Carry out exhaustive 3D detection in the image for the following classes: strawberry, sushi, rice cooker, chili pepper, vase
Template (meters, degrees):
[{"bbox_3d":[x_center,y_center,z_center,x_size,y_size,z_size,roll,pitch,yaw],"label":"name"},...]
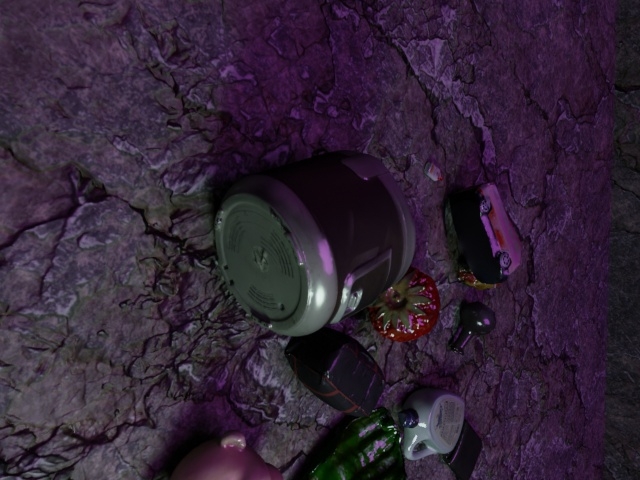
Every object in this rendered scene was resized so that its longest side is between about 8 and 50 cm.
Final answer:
[{"bbox_3d":[0.226,0.177,1.388,0.205,0.205,0.244,-70,157,-10],"label":"strawberry"},{"bbox_3d":[0.528,0.112,1.702,0.226,0.097,0.103,13,88,-44],"label":"sushi"},{"bbox_3d":[0.000,0.000,1.021,0.325,0.335,0.335,-23,113,-40],"label":"rice cooker"},{"bbox_3d":[0.080,0.605,1.305,0.385,0.213,0.167,-42,166,-27],"label":"chili pepper"},{"bbox_3d":[0.488,0.290,1.694,0.183,0.120,0.120,-53,130,-5],"label":"vase"}]

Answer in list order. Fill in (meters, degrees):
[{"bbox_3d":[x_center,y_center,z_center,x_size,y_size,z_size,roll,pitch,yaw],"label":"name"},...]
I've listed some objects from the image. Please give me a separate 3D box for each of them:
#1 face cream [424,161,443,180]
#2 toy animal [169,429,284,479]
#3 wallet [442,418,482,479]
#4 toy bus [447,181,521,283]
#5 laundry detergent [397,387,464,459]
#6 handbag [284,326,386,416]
[{"bbox_3d":[0.332,-0.196,1.513,0.083,0.021,0.040,27,79,-44],"label":"face cream"},{"bbox_3d":[-0.174,0.502,1.033,0.210,0.229,0.221,-44,168,-8],"label":"toy animal"},{"bbox_3d":[0.506,0.746,1.829,0.168,0.052,0.245,-56,135,-22],"label":"wallet"},{"bbox_3d":[0.505,-0.026,1.586,0.147,0.127,0.303,-29,99,-35],"label":"toy bus"},{"bbox_3d":[0.319,0.556,1.571,0.280,0.105,0.215,15,89,-46],"label":"laundry detergent"},{"bbox_3d":[0.034,0.297,1.207,0.155,0.169,0.215,-55,127,-19],"label":"handbag"}]
